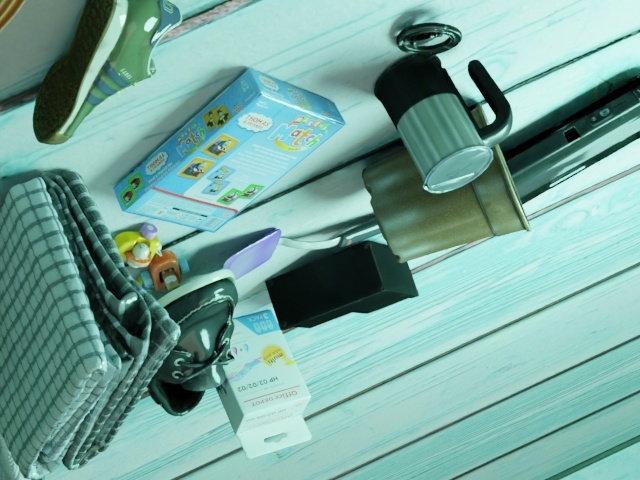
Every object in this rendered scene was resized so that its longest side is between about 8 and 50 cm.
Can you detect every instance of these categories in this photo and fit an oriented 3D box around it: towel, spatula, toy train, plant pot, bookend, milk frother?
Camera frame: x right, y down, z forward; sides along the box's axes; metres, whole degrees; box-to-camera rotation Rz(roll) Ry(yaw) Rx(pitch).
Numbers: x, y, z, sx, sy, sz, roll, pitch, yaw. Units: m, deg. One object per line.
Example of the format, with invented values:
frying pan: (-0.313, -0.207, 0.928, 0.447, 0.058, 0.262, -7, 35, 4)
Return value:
towel: (-0.276, 0.089, 1.505, 0.121, 0.235, 0.284, -11, 152, -36)
spatula: (0.000, 0.000, 1.831, 0.296, 0.030, 0.084, -15, 154, -24)
toy train: (-0.229, 0.044, 1.660, 0.166, 0.046, 0.125, -17, 143, -17)
plant pot: (0.147, -0.060, 1.724, 0.165, 0.167, 0.167, -21, 156, 10)
bookend: (0.033, 0.065, 1.939, 0.156, 0.072, 0.157, -22, 168, 18)
milk frother: (0.127, -0.148, 1.542, 0.129, 0.135, 0.143, -34, 154, 16)

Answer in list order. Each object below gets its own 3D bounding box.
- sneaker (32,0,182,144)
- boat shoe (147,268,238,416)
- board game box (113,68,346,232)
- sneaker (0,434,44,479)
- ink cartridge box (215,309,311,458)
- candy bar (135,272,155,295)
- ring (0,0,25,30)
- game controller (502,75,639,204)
sneaker: (-0.191, -0.155, 1.309, 0.086, 0.064, 0.192, 1, 141, -36)
boat shoe: (-0.162, 0.141, 1.796, 0.127, 0.113, 0.340, -18, 164, -29)
board game box: (-0.097, -0.092, 1.552, 0.211, 0.039, 0.160, -37, 153, 24)
sneaker: (-0.333, 0.204, 1.742, 0.153, 0.101, 0.269, -21, 124, -26)
ink cartridge box: (-0.084, 0.194, 1.947, 0.104, 0.181, 0.061, -14, 153, -24)
candy bar: (-0.238, 0.084, 1.783, 0.040, 0.018, 0.161, -4, 148, -39)
ring: (-0.370, -0.211, 1.076, 0.336, 0.032, 0.337, -21, 154, -11)
game controller: (0.314, -0.112, 1.896, 0.319, 0.067, 0.166, -29, 169, 8)
